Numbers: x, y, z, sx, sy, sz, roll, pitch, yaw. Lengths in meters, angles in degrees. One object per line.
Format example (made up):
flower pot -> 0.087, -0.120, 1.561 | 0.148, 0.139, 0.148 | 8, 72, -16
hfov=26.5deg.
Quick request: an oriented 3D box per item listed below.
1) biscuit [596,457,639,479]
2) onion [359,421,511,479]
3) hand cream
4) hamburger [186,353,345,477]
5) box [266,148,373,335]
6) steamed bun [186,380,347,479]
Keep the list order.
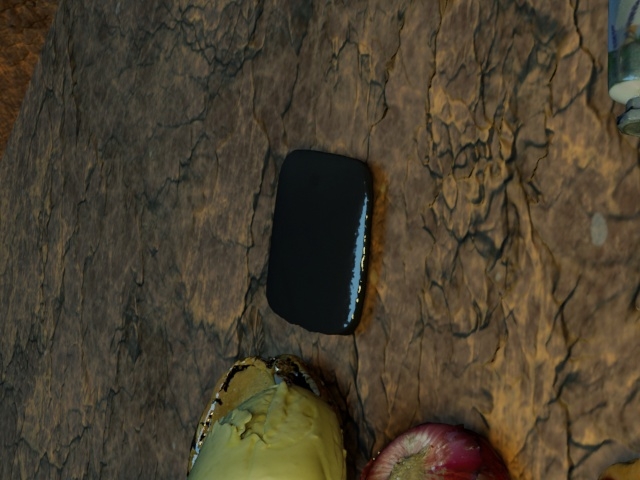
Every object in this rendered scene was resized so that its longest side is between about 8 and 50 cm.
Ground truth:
biscuit -> 0.329, 0.137, 0.867 | 0.350, 0.078, 0.455 | 41, 119, 53
onion -> 0.109, 0.248, 1.215 | 0.150, 0.140, 0.150 | -24, 30, 15
hand cream -> 0.262, -0.216, 1.088 | 0.091, 0.058, 0.271 | -17, 63, 56
hamburger -> -0.060, 0.234, 1.509 | 0.231, 0.107, 0.231 | -35, 49, 53
box -> 0.000, 0.000, 1.521 | 0.212, 0.042, 0.201 | 10, 92, 61
steamed bun -> -0.057, 0.280, 1.287 | 0.232, 0.166, 0.273 | -99, 8, -59
